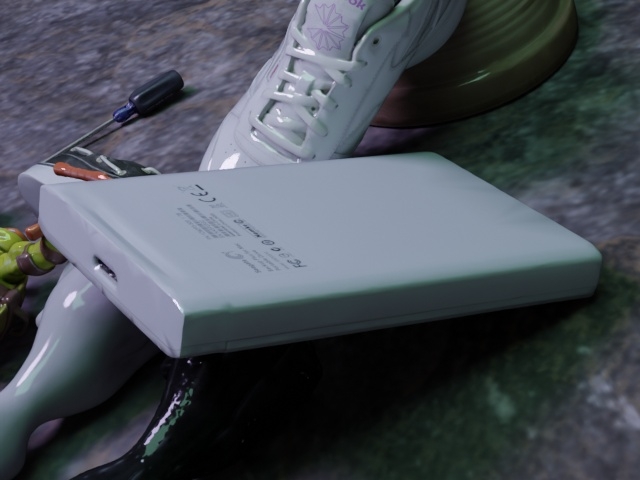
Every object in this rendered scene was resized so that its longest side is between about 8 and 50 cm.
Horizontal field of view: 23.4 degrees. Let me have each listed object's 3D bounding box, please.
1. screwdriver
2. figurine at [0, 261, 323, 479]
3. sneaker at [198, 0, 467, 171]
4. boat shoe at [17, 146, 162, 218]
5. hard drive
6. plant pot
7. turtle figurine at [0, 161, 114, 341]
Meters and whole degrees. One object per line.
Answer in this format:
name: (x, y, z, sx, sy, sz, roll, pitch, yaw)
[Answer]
screwdriver: (-0.193, -0.100, 1.365, 0.170, 0.024, 0.025, -34, 8, -11)
figurine: (-0.143, 0.110, 0.998, 0.215, 0.092, 0.209, 16, 51, 40)
sneaker: (-0.007, -0.125, 1.139, 0.114, 0.152, 0.305, 31, 82, 17)
boat shoe: (-0.154, -0.031, 1.197, 0.070, 0.077, 0.219, -38, 38, -24)
hard drive: (0.000, 0.000, 1.005, 0.308, 0.040, 0.203, -6, 26, -32)
plant pot: (0.090, -0.205, 1.301, 0.237, 0.109, 0.237, -13, 35, 9)
turtle figurine: (-0.269, 0.054, 1.124, 0.270, 0.087, 0.217, -18, 25, 31)
